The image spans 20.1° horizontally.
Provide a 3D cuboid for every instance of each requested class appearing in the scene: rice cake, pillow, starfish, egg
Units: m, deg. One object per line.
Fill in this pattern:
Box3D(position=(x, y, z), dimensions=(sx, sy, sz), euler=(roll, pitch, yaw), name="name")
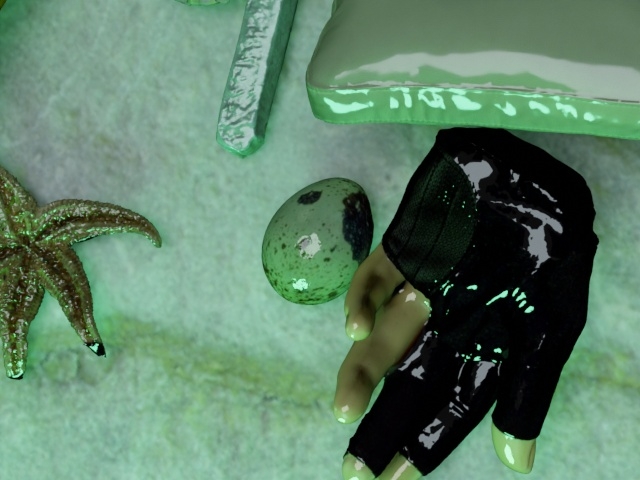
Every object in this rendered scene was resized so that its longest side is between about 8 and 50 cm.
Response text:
Box3D(position=(-0.042, -0.189, 1.495), dimensions=(0.042, 0.045, 0.245), euler=(14, 89, 12), name="rice cake")
Box3D(position=(0.164, -0.177, 1.380), dimensions=(0.322, 0.120, 0.255), euler=(4, 48, 12), name="pillow")
Box3D(position=(-0.248, 0.003, 1.522), dimensions=(0.213, 0.057, 0.238), euler=(-28, 81, 5), name="starfish")
Box3D(position=(0.000, 0.000, 1.452), dimensions=(0.085, 0.085, 0.110), euler=(36, 82, 13), name="egg")

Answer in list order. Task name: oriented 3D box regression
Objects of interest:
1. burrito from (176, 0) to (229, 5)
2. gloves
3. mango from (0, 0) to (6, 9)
Box3D(position=(-0.088, -0.346, 1.507), dimensions=(0.096, 0.066, 0.309), euler=(1, 83, 15), name="burrito")
Box3D(position=(0.111, 0.069, 1.389), dimensions=(0.197, 0.152, 0.301), euler=(33, 93, 21), name="gloves")
Box3D(position=(-0.387, -0.163, 1.491), dimensions=(0.384, 0.199, 0.221), euler=(-43, 45, 2), name="mango")
